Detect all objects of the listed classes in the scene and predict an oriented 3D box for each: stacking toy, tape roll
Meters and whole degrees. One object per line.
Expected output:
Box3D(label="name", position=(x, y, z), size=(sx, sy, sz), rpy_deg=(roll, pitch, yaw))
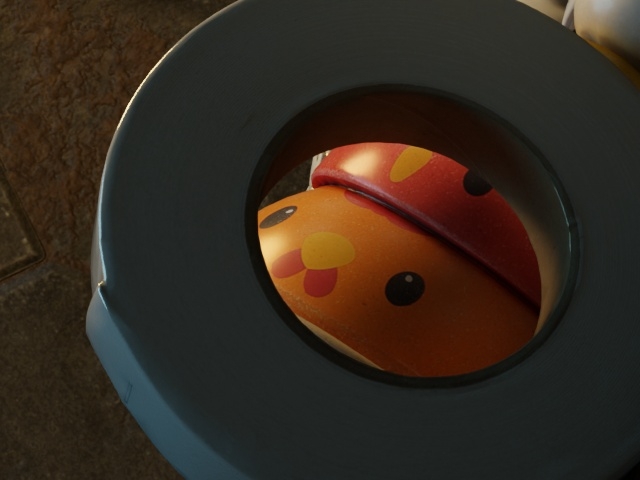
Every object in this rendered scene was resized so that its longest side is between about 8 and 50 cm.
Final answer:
Box3D(label="stacking toy", position=(0.140, -0.035, 1.423), size=(0.480, 0.350, 0.350), rpy_deg=(-56, -2, -10))
Box3D(label="tape roll", position=(0.050, 0.009, 1.207), size=(0.072, 0.392, 0.392), rpy_deg=(112, 176, -61))

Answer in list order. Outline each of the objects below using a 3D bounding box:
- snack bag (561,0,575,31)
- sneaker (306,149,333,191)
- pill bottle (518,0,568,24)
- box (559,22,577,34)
Box3D(label="snack bag", position=(0.280, -0.367, 1.551), size=(0.342, 0.037, 0.323), rpy_deg=(113, 176, -70))
Box3D(label="sneaker", position=(0.000, 0.000, 1.841), size=(0.292, 0.108, 0.169), rpy_deg=(-72, -2, -45))
Box3D(label="pill bottle", position=(0.227, -0.208, 2.184), size=(0.152, 0.152, 0.272), rpy_deg=(-74, 3, -67))
Box3D(label="box", position=(0.152, -0.015, 1.953), size=(0.343, 0.179, 0.312), rpy_deg=(-73, 1, -48))
